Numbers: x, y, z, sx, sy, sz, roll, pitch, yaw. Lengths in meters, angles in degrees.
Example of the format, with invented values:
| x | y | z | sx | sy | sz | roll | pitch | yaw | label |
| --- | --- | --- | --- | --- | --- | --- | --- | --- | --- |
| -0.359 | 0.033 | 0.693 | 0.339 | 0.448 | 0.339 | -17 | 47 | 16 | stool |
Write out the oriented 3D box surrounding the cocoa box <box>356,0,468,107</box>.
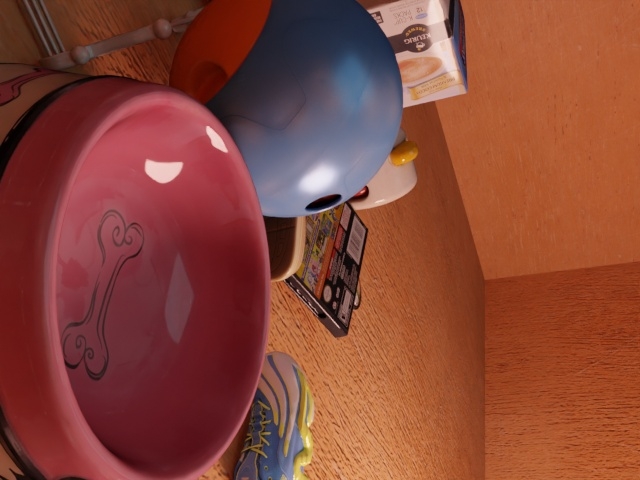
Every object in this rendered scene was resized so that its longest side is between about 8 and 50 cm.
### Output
| x | y | z | sx | sy | sz | roll | pitch | yaw | label |
| --- | --- | --- | --- | --- | --- | --- | --- | --- | --- |
| 0.082 | -0.390 | 1.132 | 0.228 | 0.346 | 0.232 | 56 | 33 | -46 | cocoa box |

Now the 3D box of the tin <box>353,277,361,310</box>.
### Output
| x | y | z | sx | sy | sz | roll | pitch | yaw | label |
| --- | --- | --- | --- | --- | --- | --- | --- | --- | --- |
| 0.042 | 0.060 | 1.274 | 0.106 | 0.040 | 0.190 | -51 | 128 | -56 | tin |

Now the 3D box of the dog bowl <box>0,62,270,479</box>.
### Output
| x | y | z | sx | sy | sz | roll | pitch | yaw | label |
| --- | --- | --- | --- | --- | --- | --- | --- | --- | --- |
| -0.178 | 0.041 | 0.541 | 0.408 | 0.150 | 0.409 | -2 | 90 | -71 | dog bowl |

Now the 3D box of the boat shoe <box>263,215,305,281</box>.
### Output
| x | y | z | sx | sy | sz | roll | pitch | yaw | label |
| --- | --- | --- | --- | --- | --- | --- | --- | --- | --- |
| -0.057 | -0.080 | 0.942 | 0.098 | 0.109 | 0.303 | 23 | 54 | -52 | boat shoe |

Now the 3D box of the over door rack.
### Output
| x | y | z | sx | sy | sz | roll | pitch | yaw | label |
| --- | --- | --- | --- | --- | --- | --- | --- | --- | --- |
| -0.231 | -0.341 | 0.674 | 0.324 | 0.108 | 0.240 | -59 | 136 | -58 | over door rack |

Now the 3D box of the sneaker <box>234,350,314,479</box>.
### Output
| x | y | z | sx | sy | sz | roll | pitch | yaw | label |
| --- | --- | --- | --- | --- | --- | --- | --- | --- | --- |
| -0.066 | 0.283 | 0.852 | 0.126 | 0.091 | 0.240 | -4 | 86 | -67 | sneaker |

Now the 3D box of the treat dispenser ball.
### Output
| x | y | z | sx | sy | sz | roll | pitch | yaw | label |
| --- | --- | --- | --- | --- | --- | --- | --- | --- | --- |
| -0.042 | -0.172 | 0.751 | 0.288 | 0.288 | 0.289 | -9 | 90 | -68 | treat dispenser ball |

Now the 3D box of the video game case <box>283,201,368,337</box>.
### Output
| x | y | z | sx | sy | sz | roll | pitch | yaw | label |
| --- | --- | --- | --- | --- | --- | --- | --- | --- | --- |
| 0.000 | 0.000 | 1.136 | 0.248 | 0.035 | 0.275 | 51 | 38 | -34 | video game case |

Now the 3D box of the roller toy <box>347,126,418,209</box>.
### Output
| x | y | z | sx | sy | sz | roll | pitch | yaw | label |
| --- | --- | --- | --- | --- | --- | --- | --- | --- | --- |
| 0.101 | -0.163 | 1.292 | 0.209 | 0.191 | 0.146 | -123 | -167 | -69 | roller toy |

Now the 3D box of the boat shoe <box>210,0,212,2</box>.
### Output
| x | y | z | sx | sy | sz | roll | pitch | yaw | label |
| --- | --- | --- | --- | --- | --- | --- | --- | --- | --- |
| -0.129 | -0.296 | 0.926 | 0.092 | 0.102 | 0.286 | 11 | 74 | -54 | boat shoe |
